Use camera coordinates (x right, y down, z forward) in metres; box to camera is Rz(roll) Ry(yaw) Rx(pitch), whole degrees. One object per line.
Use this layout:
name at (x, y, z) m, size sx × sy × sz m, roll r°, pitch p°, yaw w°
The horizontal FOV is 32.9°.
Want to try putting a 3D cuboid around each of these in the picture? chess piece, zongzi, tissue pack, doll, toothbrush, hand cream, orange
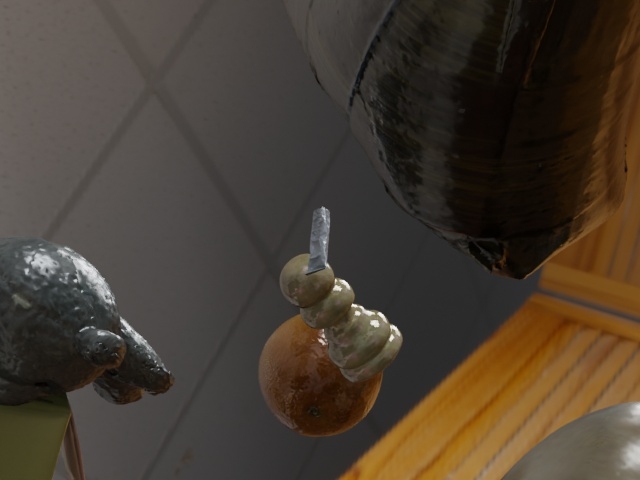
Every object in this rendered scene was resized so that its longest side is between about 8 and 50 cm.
chess piece at (0.014, 0.089, 1.337) m, size 0.170 × 0.094 × 0.094 m, roll 46°, pitch -121°, yaw -19°
zongzi at (0.070, -0.231, 0.813) m, size 0.208 × 0.432 × 0.403 m, roll -29°, pitch -31°, yaw -18°
tissue pack at (-0.405, 0.218, 1.164) m, size 0.234 × 0.125 × 0.159 m, roll 15°, pitch -83°, yaw -24°
doll at (-0.279, 0.122, 1.147) m, size 0.340 × 0.245 × 0.158 m, roll 100°, pitch -164°, yaw -64°
toothbrush at (-0.286, 0.329, 1.288) m, size 0.029 × 0.025 × 0.307 m, roll -18°, pitch -78°, yaw -50°
hand cream at (0.000, 0.000, 1.238) m, size 0.019 × 0.030 × 0.093 m, roll 37°, pitch -136°, yaw -39°
orange at (0.000, 0.205, 1.660) m, size 0.206 × 0.206 × 0.206 m, roll -34°, pitch -47°, yaw -48°

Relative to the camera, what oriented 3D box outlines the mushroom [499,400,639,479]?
mushroom at (0.293, 0.330, 1.010) m, size 0.362 × 0.294 × 0.362 m, roll -27°, pitch -38°, yaw -23°
